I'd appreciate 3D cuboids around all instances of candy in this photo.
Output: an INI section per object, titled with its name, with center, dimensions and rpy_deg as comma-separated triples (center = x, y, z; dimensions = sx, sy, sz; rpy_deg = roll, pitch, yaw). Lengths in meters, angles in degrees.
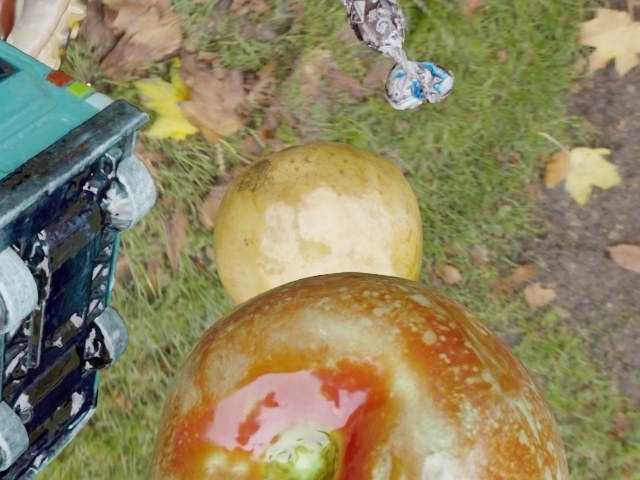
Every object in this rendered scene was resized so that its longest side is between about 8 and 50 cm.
[candy]
center = 0.074, -0.244, 1.268
dimensions = 0.051, 0.094, 0.226
rpy_deg = -11, 65, -48

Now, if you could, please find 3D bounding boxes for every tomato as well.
[tomato]
center = 0.027, 0.162, 0.733
dimensions = 0.270, 0.270, 0.222
rpy_deg = -53, 146, -1

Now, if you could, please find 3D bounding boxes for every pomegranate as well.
[pomegranate]
center = 0.000, 0.000, 1.372
dimensions = 0.260, 0.260, 0.260
rpy_deg = -2, 98, -11

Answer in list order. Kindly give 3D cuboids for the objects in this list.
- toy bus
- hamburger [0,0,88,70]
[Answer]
[toy bus]
center = -0.121, 0.015, 0.402
dimensions = 0.091, 0.079, 0.160
rpy_deg = 30, 133, 14
[hamburger]
center = -0.236, -0.115, 0.476
dimensions = 0.300, 0.300, 0.176
rpy_deg = -42, 145, -4
